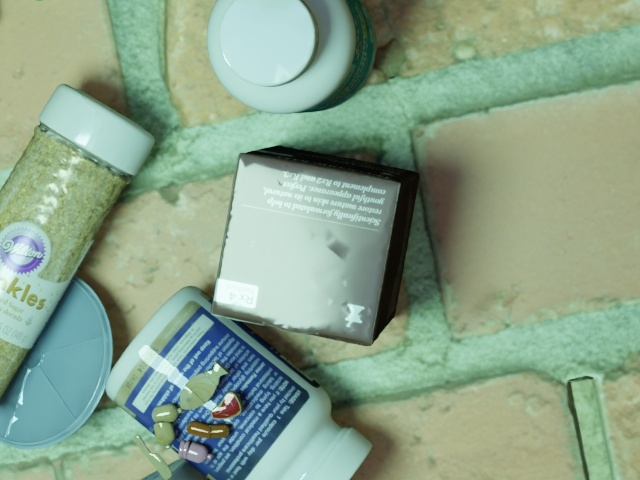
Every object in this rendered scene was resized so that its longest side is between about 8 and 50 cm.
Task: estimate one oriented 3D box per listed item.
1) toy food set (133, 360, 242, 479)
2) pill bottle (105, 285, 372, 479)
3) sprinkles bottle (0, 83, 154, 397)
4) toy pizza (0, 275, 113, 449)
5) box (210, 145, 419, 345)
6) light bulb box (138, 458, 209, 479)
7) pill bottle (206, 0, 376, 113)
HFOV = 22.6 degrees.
[{"bbox_3d":[-0.126,0.185,1.625,0.122,0.019,0.078,-38,91,11],"label":"toy food set"},{"bbox_3d":[-0.084,0.183,1.703,0.264,0.153,0.153,38,100,4],"label":"pill bottle"},{"bbox_3d":[-0.314,0.011,1.717,0.121,0.121,0.355,30,91,5],"label":"sprinkles bottle"},{"bbox_3d":[-0.310,0.131,1.773,0.201,0.032,0.201,-6,76,25],"label":"toy pizza"},{"bbox_3d":[0.000,0.000,1.648,0.168,0.203,0.167,11,97,7],"label":"box"},{"bbox_3d":[-0.221,0.473,1.716,0.361,0.225,0.358,-28,90,10],"label":"light bulb box"},{"bbox_3d":[-0.029,-0.199,1.602,0.146,0.264,0.146,1,96,9],"label":"pill bottle"}]
